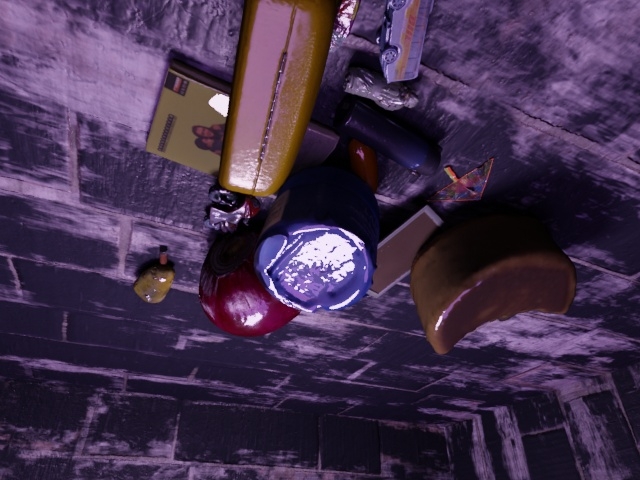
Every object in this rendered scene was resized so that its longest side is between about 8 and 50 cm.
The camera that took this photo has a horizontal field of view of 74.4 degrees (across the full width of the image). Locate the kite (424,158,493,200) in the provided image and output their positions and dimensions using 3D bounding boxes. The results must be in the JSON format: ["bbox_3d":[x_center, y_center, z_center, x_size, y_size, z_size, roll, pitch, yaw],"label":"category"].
[{"bbox_3d":[0.339,-0.132,1.005,0.159,0.010,0.190,27,136,-31],"label":"kite"}]

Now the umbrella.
[{"bbox_3d":[0.112,-0.274,0.763,0.143,0.067,0.062,16,112,-11],"label":"umbrella"}]

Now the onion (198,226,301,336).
[{"bbox_3d":[-0.177,0.126,1.144,0.336,0.260,0.282,-4,139,15],"label":"onion"}]

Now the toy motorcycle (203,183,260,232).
[{"bbox_3d":[-0.218,-0.074,1.029,0.122,0.082,0.213,16,154,-14],"label":"toy motorcycle"}]

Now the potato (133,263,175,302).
[{"bbox_3d":[-0.514,0.136,1.312,0.105,0.085,0.188,24,133,-32],"label":"potato"}]

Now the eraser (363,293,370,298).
[{"bbox_3d":[0.073,0.055,1.185,0.154,0.102,0.332,-5,144,5],"label":"eraser"}]

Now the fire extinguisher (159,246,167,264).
[{"bbox_3d":[-0.464,0.047,1.242,0.028,0.022,0.083,40,143,10],"label":"fire extinguisher"}]

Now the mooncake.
[{"bbox_3d":[0.449,0.115,1.121,0.393,0.246,0.393,18,125,-30],"label":"mooncake"}]

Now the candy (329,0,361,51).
[{"bbox_3d":[0.041,-0.365,0.651,0.045,0.043,0.175,18,142,-8],"label":"candy"}]

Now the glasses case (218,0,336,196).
[{"bbox_3d":[-0.073,-0.248,0.687,0.141,0.173,0.371,8,131,-17],"label":"glasses case"}]

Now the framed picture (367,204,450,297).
[{"bbox_3d":[0.207,0.037,1.128,0.296,0.019,0.232,-40,142,15],"label":"framed picture"}]

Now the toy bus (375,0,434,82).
[{"bbox_3d":[0.131,-0.345,0.663,0.075,0.064,0.191,-4,144,-4],"label":"toy bus"}]

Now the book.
[{"bbox_3d":[-0.165,-0.201,0.886,0.352,0.035,0.239,18,142,-24],"label":"book"}]

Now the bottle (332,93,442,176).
[{"bbox_3d":[0.140,-0.202,0.850,0.244,0.072,0.082,20,110,-27],"label":"bottle"}]

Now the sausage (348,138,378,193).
[{"bbox_3d":[0.098,-0.156,0.934,0.062,0.054,0.183,-27,143,-12],"label":"sausage"}]

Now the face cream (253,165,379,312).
[{"bbox_3d":[0.000,0.000,0.896,0.248,0.225,0.249,5,128,7],"label":"face cream"}]
